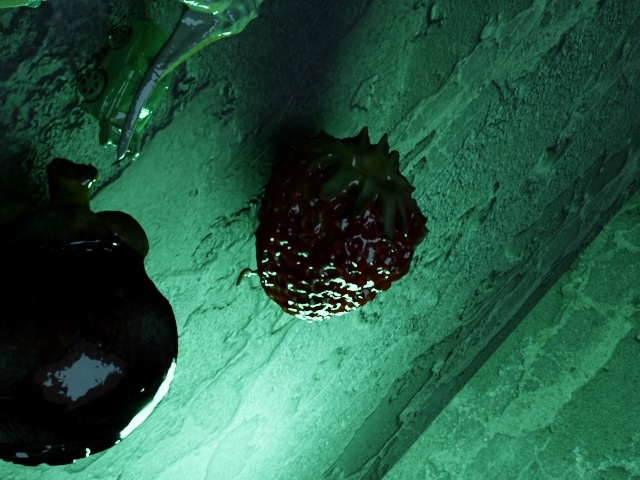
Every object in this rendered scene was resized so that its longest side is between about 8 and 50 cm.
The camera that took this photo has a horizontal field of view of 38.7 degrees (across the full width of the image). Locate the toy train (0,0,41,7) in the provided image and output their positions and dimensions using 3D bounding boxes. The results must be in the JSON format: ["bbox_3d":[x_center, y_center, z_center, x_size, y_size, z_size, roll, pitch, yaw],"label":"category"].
[{"bbox_3d":[-0.297,-0.283,0.891,0.081,0.050,0.122,-20,140,-35],"label":"toy train"}]

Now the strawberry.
[{"bbox_3d":[-0.002,-0.001,1.465,0.292,0.292,0.343,-11,145,-52],"label":"strawberry"}]

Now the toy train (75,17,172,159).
[{"bbox_3d":[-0.222,-0.183,1.079,0.149,0.081,0.099,-56,151,5],"label":"toy train"}]

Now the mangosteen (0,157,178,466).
[{"bbox_3d":[-0.318,0.103,1.054,0.330,0.330,0.330,-37,148,-28],"label":"mangosteen"}]

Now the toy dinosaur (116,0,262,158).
[{"bbox_3d":[-0.143,-0.274,1.026,0.205,0.092,0.393,20,82,-57],"label":"toy dinosaur"}]
